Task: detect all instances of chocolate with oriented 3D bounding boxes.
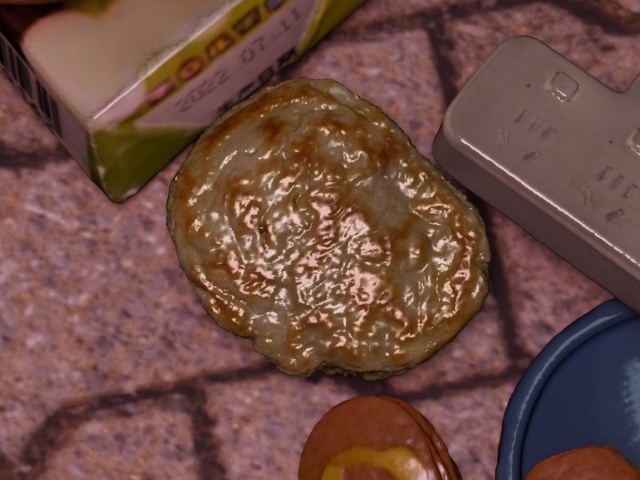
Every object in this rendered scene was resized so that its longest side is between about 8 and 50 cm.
[{"bbox_3d":[-0.145,-0.236,1.399,0.289,0.137,0.301,-39,79,-6],"label":"chocolate"}]

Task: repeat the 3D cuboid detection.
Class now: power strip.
[{"bbox_3d":[0.234,-0.060,1.361,0.265,0.059,0.193,36,59,7],"label":"power strip"}]

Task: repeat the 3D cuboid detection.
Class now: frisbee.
[{"bbox_3d":[0.272,0.176,1.344,0.290,0.049,0.289,-1,72,4],"label":"frisbee"}]

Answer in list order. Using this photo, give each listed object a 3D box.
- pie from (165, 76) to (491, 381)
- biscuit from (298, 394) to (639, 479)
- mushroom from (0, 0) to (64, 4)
[{"bbox_3d":[0.000,0.000,1.371,0.201,0.090,0.248,-43,82,-5],"label":"pie"},{"bbox_3d":[0.118,0.224,1.294,0.277,0.052,0.262,-14,80,20],"label":"biscuit"},{"bbox_3d":[-0.163,-0.261,1.269,0.286,0.156,0.151,-40,89,7],"label":"mushroom"}]
